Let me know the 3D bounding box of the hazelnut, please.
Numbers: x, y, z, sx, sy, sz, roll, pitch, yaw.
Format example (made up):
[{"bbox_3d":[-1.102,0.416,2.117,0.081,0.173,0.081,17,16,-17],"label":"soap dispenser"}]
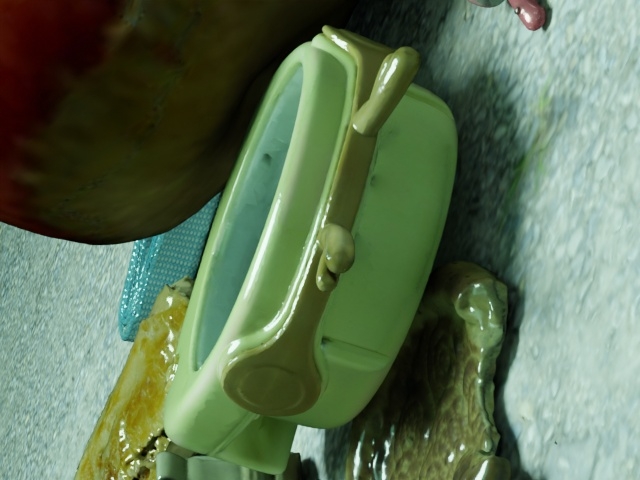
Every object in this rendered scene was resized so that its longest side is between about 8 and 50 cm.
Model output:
[{"bbox_3d":[-0.137,-0.199,1.265,0.409,0.359,0.359,-60,23,22],"label":"hazelnut"}]

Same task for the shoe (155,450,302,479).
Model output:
[{"bbox_3d":[-0.095,0.229,1.287,0.103,0.098,0.275,-91,21,-48],"label":"shoe"}]

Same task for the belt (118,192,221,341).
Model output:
[{"bbox_3d":[-0.132,-0.003,1.631,0.100,0.065,0.179,39,114,60],"label":"belt"}]

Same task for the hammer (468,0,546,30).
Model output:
[{"bbox_3d":[0.104,-0.138,1.059,0.083,0.031,0.053,-115,38,-48],"label":"hammer"}]

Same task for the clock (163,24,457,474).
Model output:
[{"bbox_3d":[0.000,0.000,1.097,0.308,0.096,0.235,136,153,-70],"label":"clock"}]

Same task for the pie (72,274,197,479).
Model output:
[{"bbox_3d":[-0.135,0.160,1.497,0.282,0.068,0.129,-62,33,26],"label":"pie"}]

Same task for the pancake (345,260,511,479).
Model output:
[{"bbox_3d":[0.053,0.123,1.017,0.235,0.029,0.212,-93,23,-46],"label":"pancake"}]
